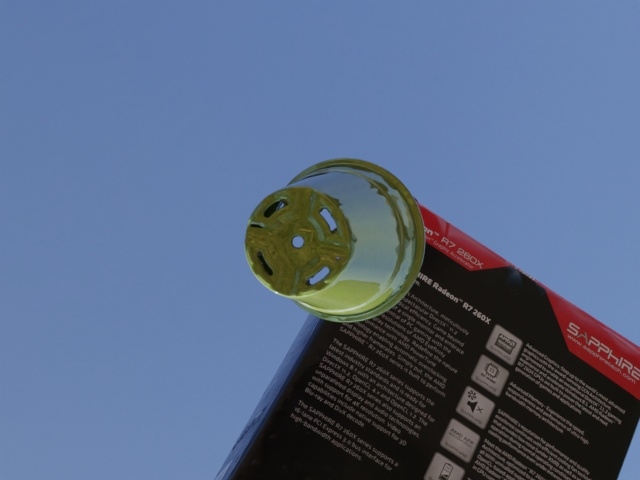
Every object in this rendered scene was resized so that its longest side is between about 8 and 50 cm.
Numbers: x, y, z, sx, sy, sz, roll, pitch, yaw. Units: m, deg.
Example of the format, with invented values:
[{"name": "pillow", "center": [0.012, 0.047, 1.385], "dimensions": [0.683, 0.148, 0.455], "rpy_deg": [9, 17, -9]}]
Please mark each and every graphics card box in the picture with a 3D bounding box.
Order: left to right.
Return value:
[{"name": "graphics card box", "center": [0.056, 0.169, 0.905], "dimensions": [0.233, 0.094, 0.371], "rpy_deg": [33, -128, -5]}]

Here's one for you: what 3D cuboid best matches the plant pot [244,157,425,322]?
[{"name": "plant pot", "center": [0.000, 0.000, 0.673], "dimensions": [0.079, 0.083, 0.083], "rpy_deg": [0, -98, -72]}]
